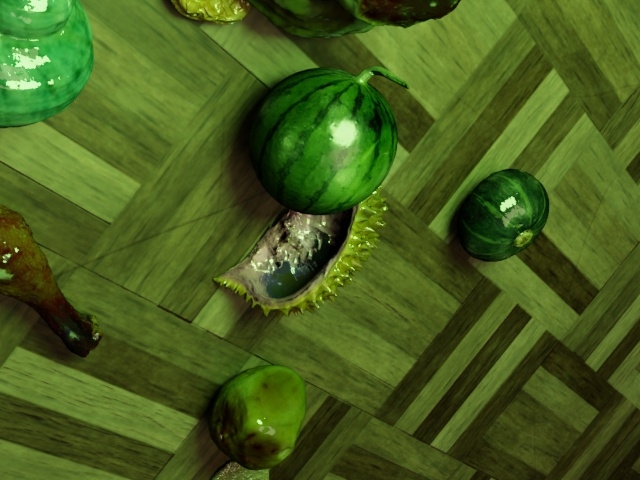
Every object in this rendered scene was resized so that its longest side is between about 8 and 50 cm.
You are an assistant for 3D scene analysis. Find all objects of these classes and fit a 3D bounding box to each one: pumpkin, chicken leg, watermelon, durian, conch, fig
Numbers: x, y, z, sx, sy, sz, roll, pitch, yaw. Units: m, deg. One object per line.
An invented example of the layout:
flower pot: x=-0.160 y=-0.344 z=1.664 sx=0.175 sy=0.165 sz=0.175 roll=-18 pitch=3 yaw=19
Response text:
pumpkin: x=0.300 y=-0.043 z=1.273 sx=0.167 sy=0.125 sz=0.167 roll=-15 pitch=144 yaw=-11
chicken leg: x=-0.399 y=0.031 z=0.883 sx=0.407 sy=0.096 sz=0.158 roll=31 pitch=101 yaw=-43
watermelon: x=0.008 y=-0.137 z=0.987 sx=0.188 sy=0.188 sz=0.214 roll=8 pitch=120 yaw=-36
durian: x=0.012 y=0.009 z=1.131 sx=0.260 sy=0.154 sz=0.187 roll=-54 pitch=156 yaw=14
conch: x=-0.321 y=-0.205 z=0.768 sx=0.196 sy=0.134 sz=0.202 roll=20 pitch=104 yaw=-40
fig: x=-0.089 y=0.263 z=1.186 sx=0.165 sy=0.144 sz=0.154 roll=-52 pitch=169 yaw=-25

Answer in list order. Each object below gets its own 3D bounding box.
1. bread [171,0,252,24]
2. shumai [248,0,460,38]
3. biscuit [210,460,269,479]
bread: x=-0.127 y=-0.297 z=0.903 sx=0.111 sy=0.044 sz=0.083 roll=-1 pitch=117 yaw=-36
shumai: x=0.057 y=-0.360 z=0.825 sx=0.309 sy=0.263 sz=0.303 roll=-11 pitch=116 yaw=-38
biscuit: x=-0.141 y=0.419 z=1.318 sx=0.120 sy=0.015 sz=0.120 roll=-15 pitch=122 yaw=-26
